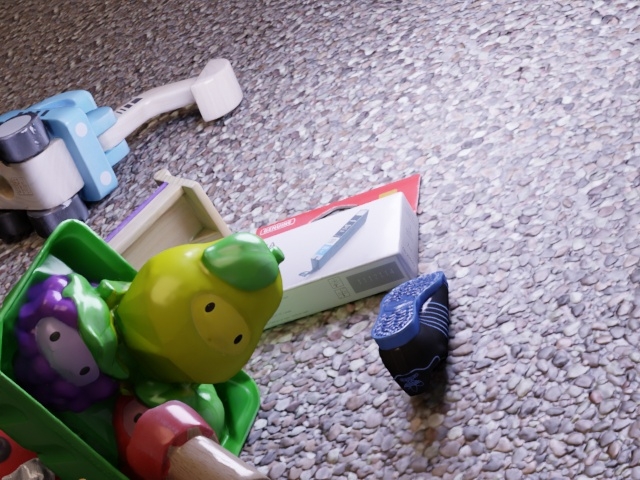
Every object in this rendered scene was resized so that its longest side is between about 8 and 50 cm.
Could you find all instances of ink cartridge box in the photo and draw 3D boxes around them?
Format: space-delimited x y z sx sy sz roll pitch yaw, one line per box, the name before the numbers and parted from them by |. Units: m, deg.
ink cartridge box | 0.000 0.000 1.784 0.296 0.066 0.261 -19 35 20

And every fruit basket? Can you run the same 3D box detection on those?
fruit basket | -0.205 0.144 1.472 0.392 0.392 0.283 -11 37 31

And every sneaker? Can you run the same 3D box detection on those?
sneaker | 0.122 0.113 1.516 0.081 0.090 0.232 -19 12 23

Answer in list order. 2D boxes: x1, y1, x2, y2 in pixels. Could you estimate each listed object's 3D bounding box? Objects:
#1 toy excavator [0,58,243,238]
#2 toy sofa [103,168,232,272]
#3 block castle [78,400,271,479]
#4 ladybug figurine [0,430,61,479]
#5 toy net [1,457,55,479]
toy excavator | -0.427 -0.214 2.350 0.433 0.222 0.445 2 36 41
toy sofa | -0.320 0.060 1.899 0.177 0.150 0.362 15 54 49
block castle | -0.211 0.405 1.179 0.453 0.303 0.213 -45 40 -20
ladybug figurine | -0.467 0.340 1.623 0.305 0.162 0.449 0 44 41
toy net | -0.369 0.379 1.487 0.045 0.122 0.232 -26 35 59
